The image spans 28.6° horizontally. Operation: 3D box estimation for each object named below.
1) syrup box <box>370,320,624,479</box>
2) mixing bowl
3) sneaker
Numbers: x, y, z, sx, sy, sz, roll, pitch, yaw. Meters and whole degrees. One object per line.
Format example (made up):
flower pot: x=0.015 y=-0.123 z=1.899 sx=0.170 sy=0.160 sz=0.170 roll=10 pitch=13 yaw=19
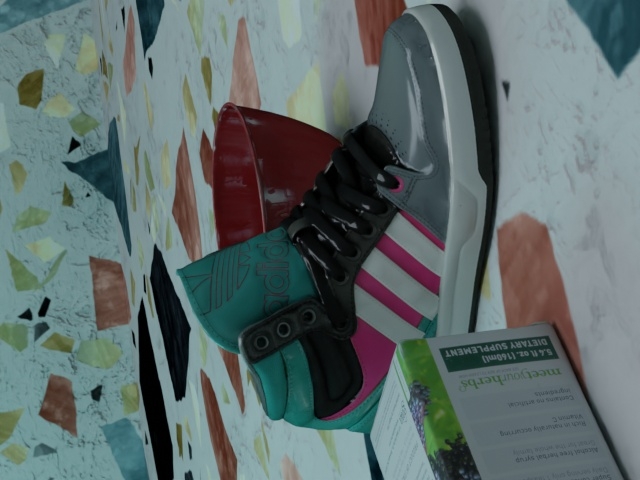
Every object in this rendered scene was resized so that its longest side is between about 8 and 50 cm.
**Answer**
syrup box: x=0.107 y=0.164 z=0.634 sx=0.096 sy=0.093 sz=0.237 roll=102 pitch=156 yaw=-46
mixing bowl: x=-0.021 y=-0.022 z=1.002 sx=0.181 sy=0.098 sz=0.181 roll=174 pitch=90 yaw=-73
sneaker: x=0.000 y=0.000 z=0.790 sx=0.124 sy=0.178 sz=0.296 roll=-125 pitch=33 yaw=-59
